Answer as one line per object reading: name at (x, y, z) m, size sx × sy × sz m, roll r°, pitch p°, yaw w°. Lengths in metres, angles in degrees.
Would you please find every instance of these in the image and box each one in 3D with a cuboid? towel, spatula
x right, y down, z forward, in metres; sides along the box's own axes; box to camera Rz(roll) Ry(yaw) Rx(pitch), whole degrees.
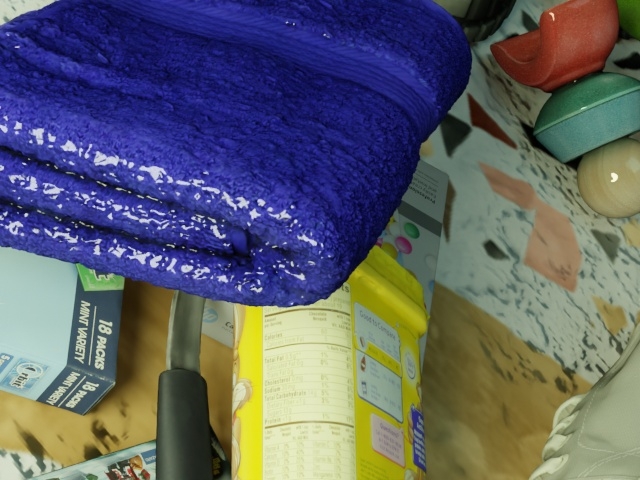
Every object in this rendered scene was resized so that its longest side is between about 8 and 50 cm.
towel at (-0.055, -0.080, 0.742) m, size 0.228 × 0.076 × 0.308 m, roll 12°, pitch 28°, yaw 11°
spatula at (-0.065, 0.045, 0.751) m, size 0.084 × 0.030 × 0.296 m, roll 16°, pitch 54°, yaw -27°

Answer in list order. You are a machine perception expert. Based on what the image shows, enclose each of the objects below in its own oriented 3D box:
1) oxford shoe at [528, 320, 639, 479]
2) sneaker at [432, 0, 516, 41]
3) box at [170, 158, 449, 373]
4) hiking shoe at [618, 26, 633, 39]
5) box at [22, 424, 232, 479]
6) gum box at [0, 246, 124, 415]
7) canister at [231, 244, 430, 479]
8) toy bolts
oxford shoe at (0.181, 0.150, 0.853) m, size 0.130 × 0.169 × 0.449 m, roll 16°, pitch 41°, yaw 30°
sneaker at (0.124, -0.235, 1.142) m, size 0.106 × 0.101 × 0.267 m, roll 30°, pitch 39°, yaw 12°
box at (0.000, 0.000, 0.881) m, size 0.145 × 0.038 × 0.186 m, roll 29°, pitch 46°, yaw -16°
hiking shoe at (0.269, -0.233, 1.258) m, size 0.227 × 0.086 × 0.114 m, roll 5°, pitch 45°, yaw -45°
box at (-0.089, 0.147, 0.702) m, size 0.137 × 0.027 × 0.094 m, roll -13°, pitch 68°, yaw -44°
gum box at (-0.186, -0.012, 0.738) m, size 0.184 × 0.041 × 0.157 m, roll 21°, pitch 46°, yaw -25°
canister at (0.005, 0.092, 0.724) m, size 0.126 × 0.073 × 0.169 m, roll 39°, pitch 44°, yaw -53°
toy bolts at (0.265, -0.117, 1.076) m, size 0.229 × 0.218 × 0.158 m, roll -22°, pitch 88°, yaw -21°
